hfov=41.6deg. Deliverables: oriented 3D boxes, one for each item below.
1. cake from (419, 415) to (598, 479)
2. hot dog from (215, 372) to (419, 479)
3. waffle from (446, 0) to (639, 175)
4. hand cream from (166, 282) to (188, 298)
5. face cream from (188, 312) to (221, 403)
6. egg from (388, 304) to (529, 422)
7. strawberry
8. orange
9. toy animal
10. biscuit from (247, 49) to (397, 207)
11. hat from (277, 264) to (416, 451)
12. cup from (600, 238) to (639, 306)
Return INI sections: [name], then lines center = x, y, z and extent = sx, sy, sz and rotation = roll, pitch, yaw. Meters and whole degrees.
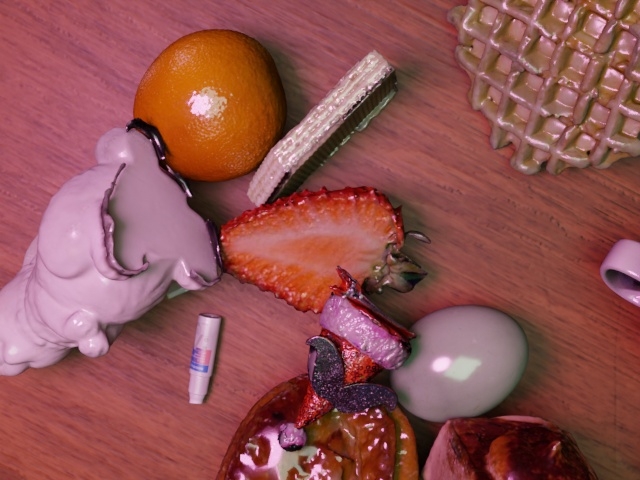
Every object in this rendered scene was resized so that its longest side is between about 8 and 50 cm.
[cake]
center = 0.229, 0.336, 1.061
extent = 0.196, 0.199, 0.293
rotation = 7, 118, -12
[hot dog]
center = -0.010, 0.369, 1.133
extent = 0.266, 0.174, 0.388
rotation = 19, 94, 16
[waffle]
center = 0.301, -0.232, 1.064
extent = 0.291, 0.056, 0.309
rotation = -12, 103, 42
[hand cream]
center = -0.218, -0.008, 1.184
extent = 0.076, 0.047, 0.174
rotation = -24, 102, 3
[face cream]
center = -0.167, 0.170, 1.197
extent = 0.034, 0.034, 0.130
rotation = 10, 96, 1
[egg]
center = 0.183, 0.163, 1.124
extent = 0.192, 0.149, 0.149
rotation = -29, 93, 11
[strawberry]
center = 0.000, 0.000, 1.121
extent = 0.285, 0.106, 0.188
rotation = 9, 115, -15
[orange]
center = -0.143, -0.171, 1.096
extent = 0.205, 0.206, 0.206
rotation = 0, 94, 2
[toy animal]
center = -0.306, 0.036, 1.077
extent = 0.357, 0.193, 0.258
rotation = -27, 55, 36
[biscuit]
center = -0.002, -0.138, 1.110
extent = 0.252, 0.150, 0.052
rotation = -45, 84, 6
[hat]
center = 0.013, 0.166, 1.059
extent = 0.140, 0.129, 0.227
rotation = 38, 87, -39
[cup]
center = 0.491, 0.091, 1.055
extent = 0.289, 0.257, 0.219
rotation = 32, 86, 30
